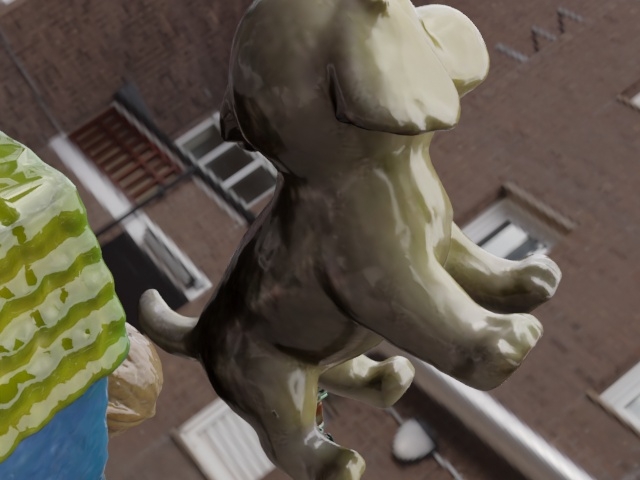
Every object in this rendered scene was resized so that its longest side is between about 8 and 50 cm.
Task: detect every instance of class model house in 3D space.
[{"bbox_3d":[-0.257,0.084,0.612,0.215,0.237,0.303,36,-44,14],"label":"model house"}]

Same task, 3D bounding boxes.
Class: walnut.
[{"bbox_3d":[-0.278,0.163,1.284,0.184,0.155,0.155,32,-9,-14],"label":"walnut"}]

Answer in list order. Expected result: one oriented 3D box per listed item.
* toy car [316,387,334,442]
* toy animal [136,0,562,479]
[{"bbox_3d":[-0.025,0.128,0.901,0.073,0.054,0.143,33,-32,47],"label":"toy car"},{"bbox_3d":[0.015,0.001,0.465,0.168,0.121,0.233,34,-52,7],"label":"toy animal"}]
